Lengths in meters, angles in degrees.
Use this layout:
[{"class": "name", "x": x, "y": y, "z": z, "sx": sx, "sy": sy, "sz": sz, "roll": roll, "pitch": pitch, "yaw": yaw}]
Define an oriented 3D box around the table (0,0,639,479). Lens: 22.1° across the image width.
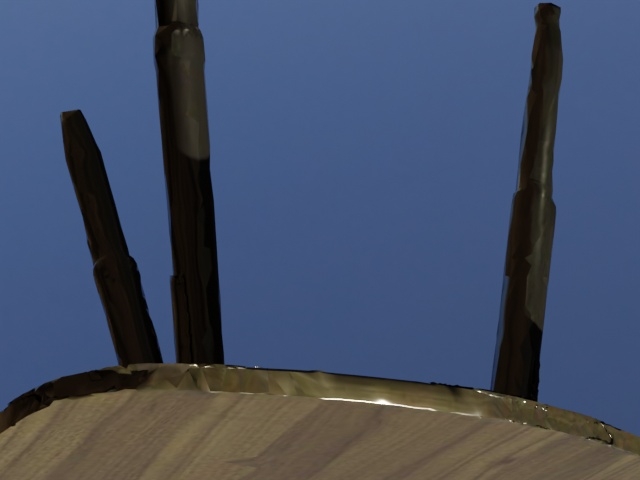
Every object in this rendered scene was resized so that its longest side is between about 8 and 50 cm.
[{"class": "table", "x": 0.000, "y": 0.000, "z": 0.696, "sx": 0.317, "sy": 0.317, "sz": 0.249, "roll": -3, "pitch": -114, "yaw": -2}]
